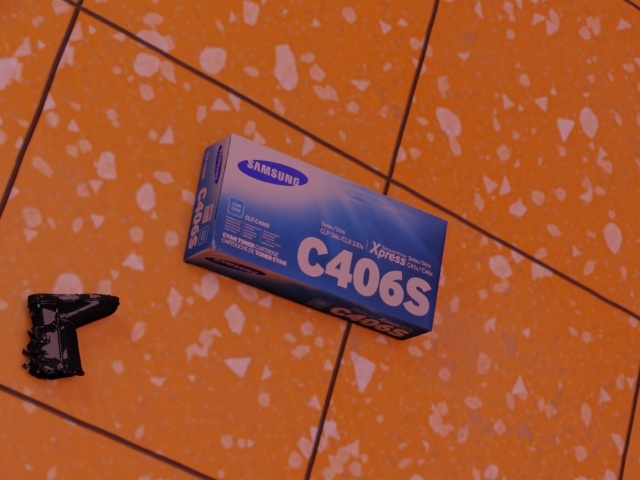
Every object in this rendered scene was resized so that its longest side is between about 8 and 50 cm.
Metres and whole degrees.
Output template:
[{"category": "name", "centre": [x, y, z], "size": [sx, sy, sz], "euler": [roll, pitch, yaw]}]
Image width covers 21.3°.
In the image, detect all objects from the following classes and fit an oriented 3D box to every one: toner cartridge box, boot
[{"category": "toner cartridge box", "centre": [0.000, 0.000, 2.241], "size": [0.347, 0.075, 0.165], "euler": [20, 65, -27]}, {"category": "boot", "centre": [-0.296, 0.114, 2.033], "size": [0.121, 0.045, 0.099], "euler": [1, 74, -26]}]
